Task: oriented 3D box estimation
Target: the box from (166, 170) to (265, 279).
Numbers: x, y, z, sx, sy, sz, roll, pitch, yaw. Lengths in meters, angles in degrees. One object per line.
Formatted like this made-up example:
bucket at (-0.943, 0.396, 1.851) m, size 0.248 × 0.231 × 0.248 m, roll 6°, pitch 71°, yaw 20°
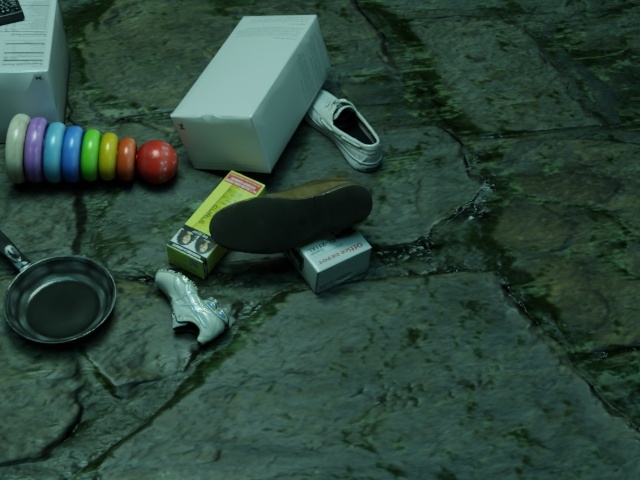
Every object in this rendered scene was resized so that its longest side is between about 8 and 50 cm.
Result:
box at (-0.201, -0.034, 1.792) m, size 0.087 × 0.058 × 0.232 m, roll 26°, pitch 52°, yaw 16°

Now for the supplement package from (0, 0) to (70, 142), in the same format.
supplement package at (-0.649, -0.367, 1.929) m, size 0.198 × 0.199 × 0.262 m, roll -2°, pitch 51°, yaw -7°

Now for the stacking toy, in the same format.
stacking toy at (-0.454, -0.169, 1.840) m, size 0.331 × 0.141 × 0.141 m, roll 6°, pitch 50°, yaw -7°

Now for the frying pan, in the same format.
frying pan at (-0.529, 0.090, 1.663) m, size 0.326 × 0.053 × 0.197 m, roll 17°, pitch 51°, yaw 11°

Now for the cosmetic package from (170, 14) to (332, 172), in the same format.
cosmetic package at (-0.138, -0.320, 1.942) m, size 0.197 × 0.155 × 0.365 m, roll 7°, pitch 49°, yaw 25°

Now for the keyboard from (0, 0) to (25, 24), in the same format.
keyboard at (-0.696, -0.449, 1.849) m, size 0.180 × 0.023 × 0.108 m, roll -20°, pitch 54°, yaw -16°

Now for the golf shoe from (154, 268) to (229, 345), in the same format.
golf shoe at (-0.250, 0.120, 1.659) m, size 0.176 × 0.069 × 0.086 m, roll 34°, pitch 61°, yaw 22°

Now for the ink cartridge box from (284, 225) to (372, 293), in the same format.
ink cartridge box at (0.000, 0.000, 1.775) m, size 0.127 × 0.072 × 0.175 m, roll -24°, pitch 57°, yaw -23°

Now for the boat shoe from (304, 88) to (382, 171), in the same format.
boat shoe at (0.043, -0.263, 1.985) m, size 0.096 × 0.088 × 0.267 m, roll -21°, pitch 56°, yaw -21°

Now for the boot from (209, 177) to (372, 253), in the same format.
boot at (-0.061, -0.053, 1.725) m, size 0.305 × 0.112 × 0.115 m, roll -12°, pitch 23°, yaw -8°
